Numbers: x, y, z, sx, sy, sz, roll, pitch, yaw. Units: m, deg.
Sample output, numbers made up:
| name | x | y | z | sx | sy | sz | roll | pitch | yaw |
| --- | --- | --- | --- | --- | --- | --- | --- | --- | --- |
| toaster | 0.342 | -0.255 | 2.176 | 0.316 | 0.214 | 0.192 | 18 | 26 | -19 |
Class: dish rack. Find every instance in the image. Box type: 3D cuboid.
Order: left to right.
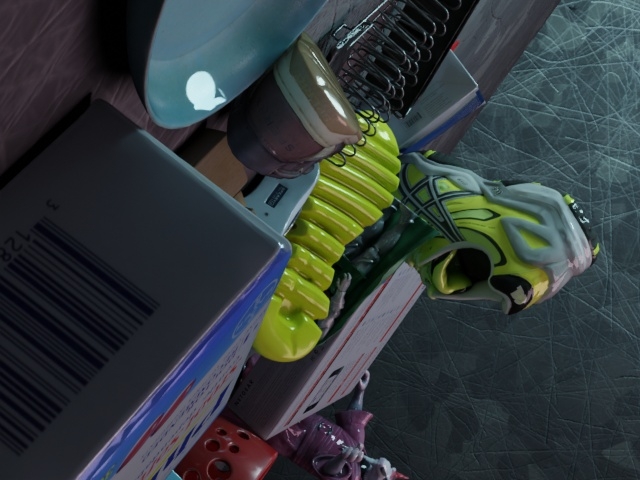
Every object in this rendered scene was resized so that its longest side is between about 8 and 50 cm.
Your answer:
| name | x | y | z | sx | sy | sz | roll | pitch | yaw |
| --- | --- | --- | --- | --- | --- | --- | --- | --- | --- |
| dish rack | 0.054 | -0.167 | 1.216 | 0.271 | 0.074 | 0.208 | -47 | 170 | -44 |

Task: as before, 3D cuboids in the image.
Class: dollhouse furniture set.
| name | x | y | z | sx | sy | sz | roll | pitch | yaw |
| --- | --- | --- | --- | --- | --- | --- | --- | --- | --- |
| dollhouse furniture set | -0.137 | 0.004 | 0.975 | 0.144 | 0.123 | 0.151 | -50 | 138 | -31 |

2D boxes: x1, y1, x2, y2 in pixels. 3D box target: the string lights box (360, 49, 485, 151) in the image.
| name | x | y | z | sx | sy | sz | roll | pitch | yaw |
| --- | --- | --- | --- | --- | --- | --- | --- | --- | --- |
| string lights box | 0.142 | -0.181 | 1.605 | 0.133 | 0.077 | 0.260 | -37 | 176 | 9 |

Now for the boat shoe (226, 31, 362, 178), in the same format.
| name | x | y | z | sx | sy | sz | roll | pitch | yaw |
| --- | --- | --- | --- | --- | --- | --- | --- | --- | --- |
| boat shoe | -0.025 | -0.100 | 0.949 | 0.092 | 0.103 | 0.285 | -30 | -173 | 5 |

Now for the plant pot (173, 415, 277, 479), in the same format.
| name | x | y | z | sx | sy | sz | roll | pitch | yaw |
| --- | --- | --- | --- | --- | --- | --- | --- | --- | --- |
| plant pot | -0.180 | 0.331 | 1.730 | 0.191 | 0.174 | 0.191 | -52 | 173 | -9 |

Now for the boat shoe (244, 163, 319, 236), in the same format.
| name | x | y | z | sx | sy | sz | roll | pitch | yaw |
| --- | --- | --- | --- | --- | --- | --- | --- | --- | --- |
| boat shoe | -0.064 | -0.011 | 1.234 | 0.183 | 0.065 | 0.083 | -50 | 171 | -37 |

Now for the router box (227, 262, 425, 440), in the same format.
| name | x | y | z | sx | sy | sz | roll | pitch | yaw |
| --- | --- | --- | --- | --- | --- | --- | --- | --- | --- |
| router box | 0.039 | 0.124 | 1.840 | 0.335 | 0.082 | 0.301 | -56 | 163 | 20 |

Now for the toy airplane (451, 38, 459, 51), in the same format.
| name | x | y | z | sx | sy | sz | roll | pitch | yaw |
| --- | --- | --- | --- | --- | --- | --- | --- | --- | --- |
| toy airplane | 0.160 | -0.261 | 1.663 | 0.151 | 0.028 | 0.151 | -50 | 173 | -8 |

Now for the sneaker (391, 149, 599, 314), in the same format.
| name | x | y | z | sx | sy | sz | roll | pitch | yaw |
| --- | --- | --- | --- | --- | --- | --- | --- | --- | --- |
| sneaker | 0.149 | -0.011 | 1.484 | 0.147 | 0.145 | 0.385 | -38 | -152 | -26 |

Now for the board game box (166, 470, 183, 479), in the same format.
| name | x | y | z | sx | sy | sz | roll | pitch | yaw |
| --- | --- | --- | --- | --- | --- | --- | --- | --- | --- |
| board game box | -0.147 | 0.297 | 1.040 | 0.079 | 0.254 | 0.336 | -49 | -169 | -29 |

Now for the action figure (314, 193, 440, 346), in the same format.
| name | x | y | z | sx | sy | sz | roll | pitch | yaw |
| --- | --- | --- | --- | --- | --- | --- | --- | --- | --- |
| action figure | 0.025 | 0.045 | 1.435 | 0.232 | 0.063 | 0.137 | -52 | -143 | 3 |

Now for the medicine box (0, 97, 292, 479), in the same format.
| name | x | y | z | sx | sy | sz | roll | pitch | yaw |
| --- | --- | --- | --- | --- | --- | --- | --- | --- | --- |
| medicine box | -0.172 | 0.107 | 0.737 | 0.263 | 0.149 | 0.289 | -50 | 172 | -28 |

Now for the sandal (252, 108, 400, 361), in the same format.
| name | x | y | z | sx | sy | sz | roll | pitch | yaw |
| --- | --- | --- | --- | --- | --- | --- | --- | --- | --- |
| sandal | -0.023 | -0.018 | 1.390 | 0.138 | 0.126 | 0.317 | 7 | -119 | 54 |

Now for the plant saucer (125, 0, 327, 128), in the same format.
| name | x | y | z | sx | sy | sz | roll | pitch | yaw |
| --- | --- | --- | --- | --- | --- | --- | --- | --- | --- |
| plant saucer | -0.013 | -0.204 | 0.688 | 0.317 | 0.044 | 0.317 | -53 | 174 | -8 |

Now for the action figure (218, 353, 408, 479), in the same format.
| name | x | y | z | sx | sy | sz | roll | pitch | yaw |
| --- | --- | --- | --- | --- | --- | --- | --- | --- | --- |
| action figure | -0.024 | 0.356 | 2.086 | 0.275 | 0.370 | 0.248 | -58 | 173 | 25 |
